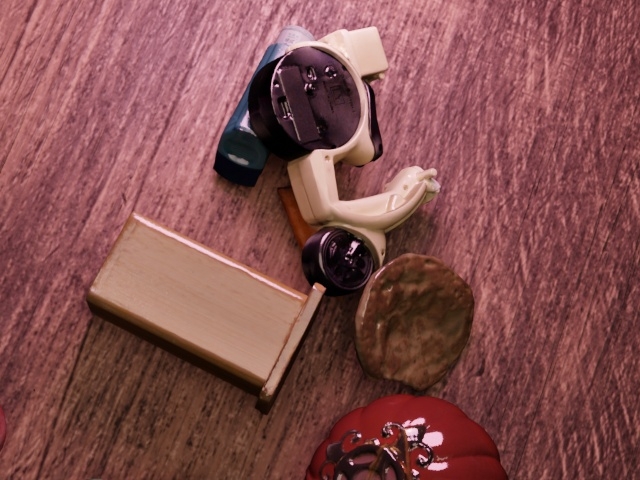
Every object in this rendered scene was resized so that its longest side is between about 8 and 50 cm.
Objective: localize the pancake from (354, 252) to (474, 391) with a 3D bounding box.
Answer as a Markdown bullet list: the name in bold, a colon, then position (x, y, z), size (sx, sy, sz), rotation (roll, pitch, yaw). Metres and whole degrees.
- **pancake**: position (0.141, 0.126, 1.863), size (0.236, 0.042, 0.222), rotation (-6, 103, -36)

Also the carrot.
- **carrot**: position (0.000, 0.000, 1.905), size (0.072, 0.072, 0.205), rotation (-22, 89, -13)

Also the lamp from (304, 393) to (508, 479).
- **lamp**: position (0.122, 0.370, 1.751), size (0.303, 0.257, 0.303), rotation (-10, 68, 26)

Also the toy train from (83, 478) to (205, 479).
- **toy train**: position (-0.267, 0.519, 1.706), size (0.237, 0.150, 0.368), rotation (2, 73, -13)

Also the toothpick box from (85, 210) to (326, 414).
- **toothpick box**: position (-0.171, 0.101, 1.802), size (0.308, 0.190, 0.187), rotation (26, 77, 1)

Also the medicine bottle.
- **medicine bottle**: position (-0.084, -0.216, 1.916), size (0.079, 0.124, 0.258), rotation (23, 64, 2)

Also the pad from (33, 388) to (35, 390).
- **pad**: position (-0.566, 0.126, 1.787), size (0.250, 0.055, 0.323), rotation (-37, 87, -14)

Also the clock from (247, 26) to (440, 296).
- **clock**: position (0.045, -0.125, 1.857), size (0.276, 0.120, 0.379), rotation (-22, 96, -35)

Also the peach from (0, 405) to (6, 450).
- **peach**: position (-0.527, 0.257, 1.730), size (0.152, 0.152, 0.152), rotation (2, 79, -9)
